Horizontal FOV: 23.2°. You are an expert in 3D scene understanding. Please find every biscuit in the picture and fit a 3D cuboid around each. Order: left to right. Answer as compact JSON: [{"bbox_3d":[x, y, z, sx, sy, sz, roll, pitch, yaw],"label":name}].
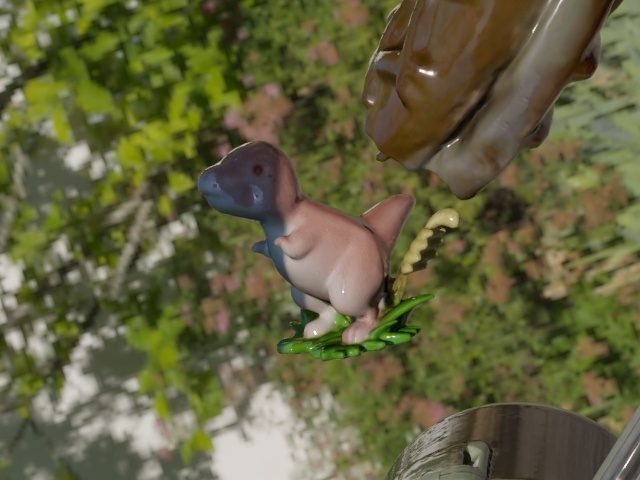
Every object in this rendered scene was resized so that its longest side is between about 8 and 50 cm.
[{"bbox_3d":[0.128,-0.216,1.013,0.268,0.115,0.366,-56,18,35],"label":"biscuit"}]

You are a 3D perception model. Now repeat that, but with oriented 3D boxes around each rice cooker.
[{"bbox_3d":[0.186,0.336,1.484,0.325,0.335,0.335,-55,-51,-71],"label":"rice cooker"}]

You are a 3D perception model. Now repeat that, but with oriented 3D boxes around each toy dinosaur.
[{"bbox_3d":[-0.001,-0.001,1.256,0.152,0.194,0.177,-169,69,-71],"label":"toy dinosaur"}]

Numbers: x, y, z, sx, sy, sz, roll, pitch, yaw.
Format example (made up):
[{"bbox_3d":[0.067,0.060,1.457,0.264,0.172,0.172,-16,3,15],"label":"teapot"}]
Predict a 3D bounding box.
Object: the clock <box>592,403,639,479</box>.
[{"bbox_3d":[0.138,0.077,0.527,0.071,0.192,0.147,32,-178,12],"label":"clock"}]
